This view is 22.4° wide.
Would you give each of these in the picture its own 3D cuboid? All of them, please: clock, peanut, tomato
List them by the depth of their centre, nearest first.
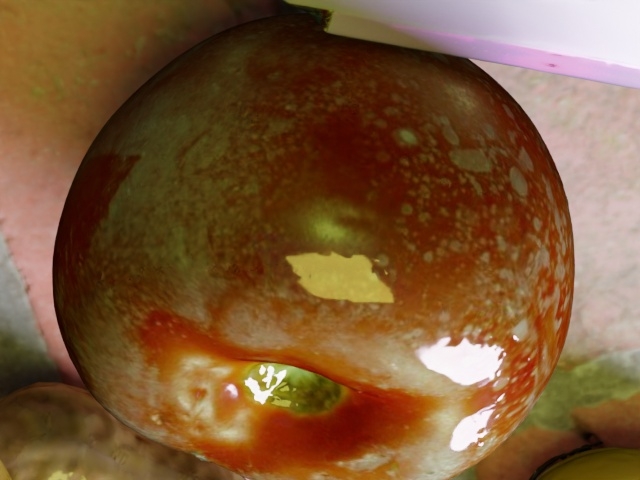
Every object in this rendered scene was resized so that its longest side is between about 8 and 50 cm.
[{"bbox_3d":[0.102,-0.179,0.784,0.253,0.186,0.083,8,149,-10],"label":"clock"},{"bbox_3d":[0.000,0.000,0.847,0.270,0.223,0.270,9,143,7],"label":"tomato"},{"bbox_3d":[-0.111,0.168,0.997,0.229,0.098,0.103,33,128,-20],"label":"peanut"}]

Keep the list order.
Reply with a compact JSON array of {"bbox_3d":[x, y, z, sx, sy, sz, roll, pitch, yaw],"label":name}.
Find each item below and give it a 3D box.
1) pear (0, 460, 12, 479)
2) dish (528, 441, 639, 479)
[{"bbox_3d":[-0.314,0.203,0.849,0.348,0.348,0.348,-2,119,-4],"label":"pear"},{"bbox_3d":[0.182,0.191,1.048,0.207,0.080,0.149,-14,123,0],"label":"dish"}]
